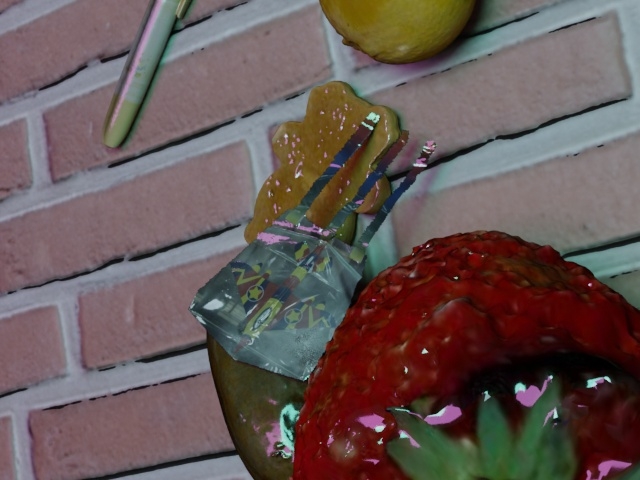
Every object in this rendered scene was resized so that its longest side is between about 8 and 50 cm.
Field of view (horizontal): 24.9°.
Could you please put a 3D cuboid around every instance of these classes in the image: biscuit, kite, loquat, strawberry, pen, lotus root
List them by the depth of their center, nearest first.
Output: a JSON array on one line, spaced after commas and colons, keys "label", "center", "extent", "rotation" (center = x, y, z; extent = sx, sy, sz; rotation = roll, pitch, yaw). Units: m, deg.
[{"label": "strawberry", "center": [0.128, 0.140, 1.043], "extent": [0.291, 0.310, 0.292], "rotation": [3, 104, 12]}, {"label": "kite", "center": [0.000, 0.001, 1.203], "extent": [0.141, 0.015, 0.245], "rotation": [30, 77, 31]}, {"label": "loquat", "center": [0.060, -0.217, 1.205], "extent": [0.141, 0.141, 0.141], "rotation": [-4, 83, 35]}, {"label": "lotus root", "center": [-0.028, 0.123, 1.225], "extent": [0.123, 0.124, 0.241], "rotation": [-29, 54, 19]}, {"label": "biscuit", "center": [0.004, -0.050, 1.291], "extent": [0.133, 0.027, 0.184], "rotation": [21, 99, 32]}, {"label": "pen", "center": [-0.162, -0.196, 1.424], "extent": [0.040, 0.032, 0.233], "rotation": [25, 102, 11]}]

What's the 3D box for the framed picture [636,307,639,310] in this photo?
[{"label": "framed picture", "center": [0.189, 0.193, 1.140], "extent": [0.324, 0.020, 0.241], "rotation": [-21, 73, 32]}]
